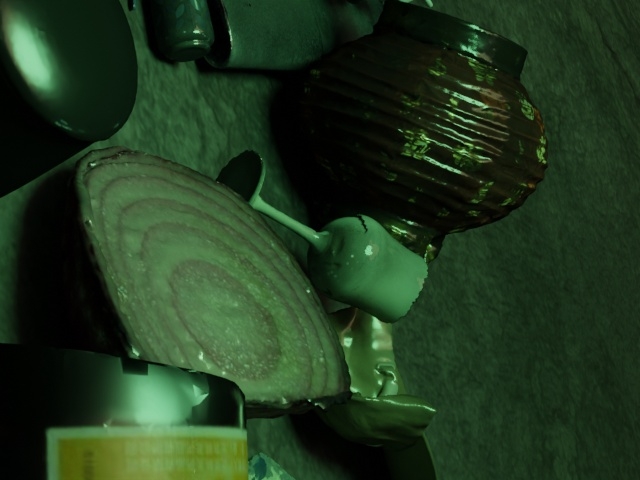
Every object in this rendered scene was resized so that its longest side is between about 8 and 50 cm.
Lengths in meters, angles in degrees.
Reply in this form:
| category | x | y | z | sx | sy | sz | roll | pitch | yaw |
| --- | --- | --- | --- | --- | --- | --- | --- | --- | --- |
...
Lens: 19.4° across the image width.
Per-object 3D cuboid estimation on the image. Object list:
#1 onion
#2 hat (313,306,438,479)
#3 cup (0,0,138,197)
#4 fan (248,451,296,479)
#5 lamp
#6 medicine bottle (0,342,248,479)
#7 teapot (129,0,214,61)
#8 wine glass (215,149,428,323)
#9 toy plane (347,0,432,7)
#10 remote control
| category | x | y | z | sx | sy | sz | roll | pitch | yaw |
| --- | --- | --- | --- | --- | --- | --- | --- | --- | --- |
| onion | -0.113 | 0.051 | 1.403 | 0.250 | 0.111 | 0.247 | 11 | 41 | -47 |
| hat | 0.036 | 0.164 | 1.640 | 0.166 | 0.144 | 0.173 | -111 | -150 | -60 |
| cup | -0.234 | -0.131 | 1.211 | 0.223 | 0.177 | 0.169 | 57 | 35 | -26 |
| fan | -0.046 | 0.233 | 1.499 | 0.240 | 0.009 | 0.131 | 27 | 52 | -53 |
| lamp | 0.090 | -0.094 | 1.714 | 0.247 | 0.247 | 0.247 | 37 | 44 | -46 |
| medicine bottle | -0.161 | 0.264 | 1.076 | 0.242 | 0.243 | 0.395 | 15 | 75 | -57 |
| teapot | -0.126 | -0.193 | 1.578 | 0.049 | 0.064 | 0.083 | 87 | -10 | -75 |
| wine glass | 0.000 | 0.000 | 1.595 | 0.195 | 0.079 | 0.079 | 31 | 46 | -30 |
| toy plane | 0.044 | -0.275 | 1.754 | 0.080 | 0.174 | 0.174 | -51 | 129 | -10 |
| remote control | -0.013 | -0.208 | 1.776 | 0.377 | 0.044 | 0.107 | -8 | 73 | -61 |
